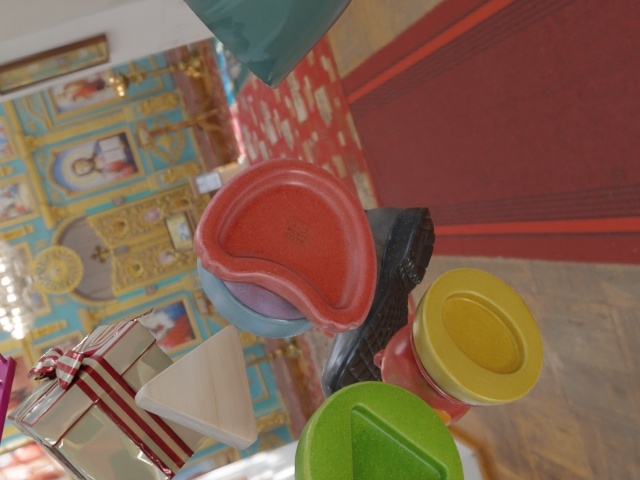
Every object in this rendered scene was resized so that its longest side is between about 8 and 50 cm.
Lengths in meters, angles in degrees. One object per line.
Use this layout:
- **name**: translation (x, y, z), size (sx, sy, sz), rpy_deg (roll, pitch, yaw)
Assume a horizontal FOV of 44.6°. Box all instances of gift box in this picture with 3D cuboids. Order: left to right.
- **gift box**: translation (-0.345, 0.268, 1.308), size (0.258, 0.276, 0.255), rpy_deg (49, 147, -16)

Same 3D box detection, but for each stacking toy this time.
- **stacking toy**: translation (0.004, 0.106, 0.645), size (0.309, 0.280, 0.130), rpy_deg (35, 143, -6)

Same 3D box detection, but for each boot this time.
- **boot**: translation (0.016, 0.078, 1.124), size (0.338, 0.222, 0.118), rpy_deg (-62, -33, -35)

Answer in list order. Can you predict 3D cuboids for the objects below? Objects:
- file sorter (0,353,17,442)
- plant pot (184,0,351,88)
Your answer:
- **file sorter**: translation (-0.626, 0.259, 1.205), size (0.182, 0.202, 0.291), rpy_deg (60, -179, -29)
- **plant pot**: translation (-0.068, -0.388, 1.027), size (0.293, 0.235, 0.293), rpy_deg (49, -170, -12)
